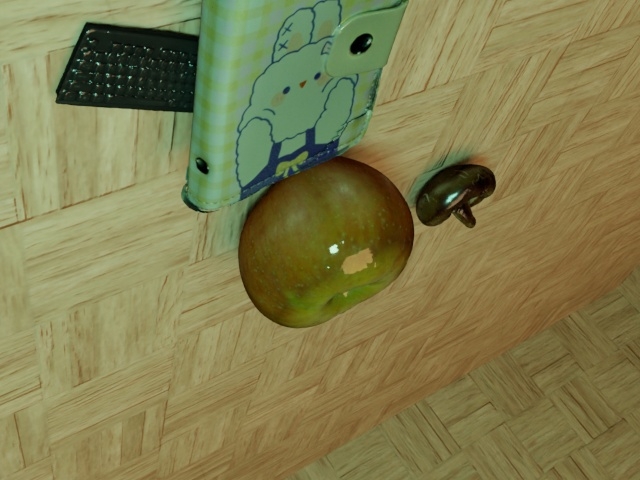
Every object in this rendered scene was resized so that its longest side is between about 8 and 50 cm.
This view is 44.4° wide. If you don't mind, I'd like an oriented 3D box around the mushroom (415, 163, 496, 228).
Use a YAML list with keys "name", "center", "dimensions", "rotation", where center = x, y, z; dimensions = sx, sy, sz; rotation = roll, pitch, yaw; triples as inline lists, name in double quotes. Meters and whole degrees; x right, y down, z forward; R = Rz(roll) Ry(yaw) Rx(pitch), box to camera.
- name: "mushroom"
  center: [0.215, -0.067, 1.244]
  dimensions: [0.135, 0.080, 0.170]
  rotation: [-26, 158, 6]

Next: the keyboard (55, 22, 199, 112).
- name: "keyboard"
  center: [-0.118, -0.151, 0.718]
  dimensions: [0.251, 0.017, 0.087]
  rotation: [-5, 142, -49]

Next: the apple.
- name: "apple"
  center: [0.000, 0.000, 0.972]
  dimensions: [0.235, 0.173, 0.210]
  rotation: [-34, 163, 16]

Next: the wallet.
- name: "wallet"
  center: [-0.020, -0.175, 0.708]
  dimensions: [0.223, 0.077, 0.309]
  rotation: [-28, 151, -31]
